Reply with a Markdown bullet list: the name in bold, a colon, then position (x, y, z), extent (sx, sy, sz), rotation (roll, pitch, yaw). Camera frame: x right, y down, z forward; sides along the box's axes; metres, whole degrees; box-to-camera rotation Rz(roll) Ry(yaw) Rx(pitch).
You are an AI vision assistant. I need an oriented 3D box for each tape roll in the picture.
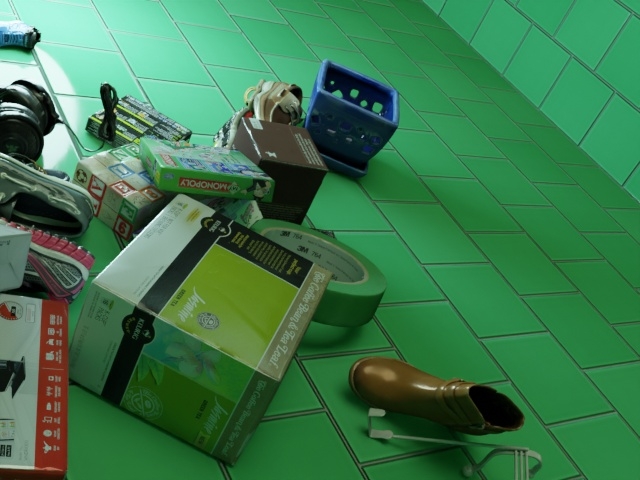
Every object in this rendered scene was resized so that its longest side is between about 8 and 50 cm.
- **tape roll**: position (-0.025, 0.061, 1.706), extent (0.321, 0.077, 0.321), rotation (22, 18, -7)

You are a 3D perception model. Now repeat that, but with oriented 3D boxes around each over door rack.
- **over door rack**: position (0.213, 0.432, 1.419), extent (0.324, 0.108, 0.239), rotation (13, 32, 5)

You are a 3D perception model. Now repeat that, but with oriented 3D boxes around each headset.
- **headset**: position (-0.615, -0.262, 1.699), extent (0.394, 0.185, 0.243), rotation (8, 33, -7)

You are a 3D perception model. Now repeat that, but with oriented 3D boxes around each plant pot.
- **plant pot**: position (0.067, -0.319, 2.256), extent (0.236, 0.212, 0.236), rotation (22, 33, -8)

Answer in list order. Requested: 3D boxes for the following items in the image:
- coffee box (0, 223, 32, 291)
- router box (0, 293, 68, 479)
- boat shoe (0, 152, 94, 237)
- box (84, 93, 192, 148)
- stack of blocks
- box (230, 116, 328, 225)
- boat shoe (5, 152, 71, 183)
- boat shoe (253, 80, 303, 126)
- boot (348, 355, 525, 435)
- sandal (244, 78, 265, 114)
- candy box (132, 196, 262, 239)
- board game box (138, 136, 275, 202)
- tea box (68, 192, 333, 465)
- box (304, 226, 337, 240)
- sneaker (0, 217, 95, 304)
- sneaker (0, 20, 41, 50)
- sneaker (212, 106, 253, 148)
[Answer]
- **coffee box**: position (-0.609, 0.005, 1.318), extent (0.247, 0.098, 0.141), rotation (16, 7, 14)
- **router box**: position (-0.522, 0.212, 1.198), extent (0.301, 0.082, 0.335), rotation (10, 36, -25)
- **boat shoe**: position (-0.578, -0.082, 1.544), extent (0.319, 0.116, 0.099), rotation (17, 29, -25)
- **box**: position (-0.426, -0.259, 1.973), extent (0.191, 0.045, 0.184), rotation (30, 35, 3)
- **stack of blocks**: position (-0.364, -0.126, 1.785), extent (0.171, 0.087, 0.297), rotation (36, 33, 15)
- **box**: position (-0.115, -0.139, 1.877), extent (0.167, 0.203, 0.168), rotation (7, 38, -29)
- **boat shoe**: position (-0.566, -0.129, 1.647), extent (0.065, 0.083, 0.183), rotation (44, 36, 24)
- **boat shoe**: position (-0.106, -0.348, 2.225), extent (0.116, 0.123, 0.324), rotation (-3, 34, 7)
- **boot**: position (0.207, 0.284, 1.504), extent (0.283, 0.220, 0.109), rotation (30, 73, -12)
- **sandal**: position (-0.187, -0.403, 2.330), extent (0.049, 0.072, 0.180), rotation (9, 32, 1)
- **candy box**: position (-0.240, -0.029, 1.648), extent (0.165, 0.196, 0.070), rotation (-44, 119, -57)
- **board game box**: position (-0.234, -0.144, 1.647), extent (0.214, 0.046, 0.317), rotation (5, 15, -20)
- **tea box**: position (-0.195, 0.137, 1.414), extent (0.324, 0.220, 0.329), rotation (28, 32, 2)
- **box**: position (0.000, 0.000, 1.936), extent (0.083, 0.018, 0.067), rotation (7, 38, -29)
- **sneaker**: position (-0.547, 0.022, 1.431), extent (0.299, 0.121, 0.112), rotation (18, 75, 4)
- **sneaker**: position (-0.753, -0.504, 2.065), extent (0.085, 0.058, 0.152), rotation (22, 25, 8)
- **sneaker**: position (-0.200, -0.233, 2.074), extent (0.118, 0.107, 0.279), rotation (38, 30, -20)
